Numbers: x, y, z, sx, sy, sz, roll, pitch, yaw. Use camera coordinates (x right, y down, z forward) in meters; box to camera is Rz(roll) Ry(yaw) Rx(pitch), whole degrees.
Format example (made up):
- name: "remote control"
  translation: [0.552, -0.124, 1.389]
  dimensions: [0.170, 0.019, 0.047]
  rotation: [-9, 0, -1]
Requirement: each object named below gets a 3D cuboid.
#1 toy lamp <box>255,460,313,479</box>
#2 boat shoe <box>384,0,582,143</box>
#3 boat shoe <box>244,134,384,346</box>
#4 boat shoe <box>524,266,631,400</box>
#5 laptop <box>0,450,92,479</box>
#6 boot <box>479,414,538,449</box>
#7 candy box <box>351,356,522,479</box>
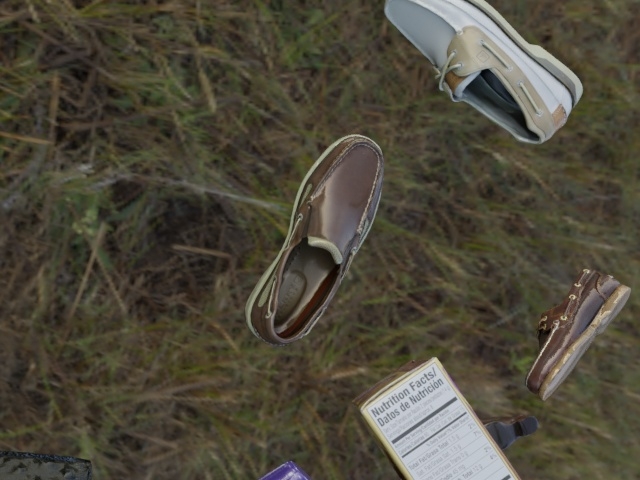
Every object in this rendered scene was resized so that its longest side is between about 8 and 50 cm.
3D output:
- name: "toy lamp"
  translation: [-0.112, 0.361, 1.160]
  dimensions: [0.274, 0.080, 0.080]
  rotation: [-47, 135, -5]
- name: "boat shoe"
  translation: [0.208, -0.245, 1.413]
  dimensions: [0.103, 0.302, 0.113]
  rotation: [-55, 175, -24]
- name: "boat shoe"
  translation: [0.007, 0.004, 1.150]
  dimensions: [0.095, 0.095, 0.257]
  rotation: [25, 89, -15]
- name: "boat shoe"
  translation: [0.311, 0.114, 1.315]
  dimensions: [0.207, 0.073, 0.073]
  rotation: [-43, 153, -32]
- name: "laptop"
  translation: [-0.315, 0.308, 0.826]
  dimensions: [0.234, 0.264, 0.136]
  rotation: [10, 134, -20]
- name: "boot"
  translation: [0.214, 0.253, 1.375]
  dimensions: [0.106, 0.114, 0.037]
  rotation: [-6, 86, -28]
- name: "candy box"
  translation: [0.090, 0.155, 0.580]
  dimensions: [0.053, 0.186, 0.109]
  rotation: [-33, 174, -5]
